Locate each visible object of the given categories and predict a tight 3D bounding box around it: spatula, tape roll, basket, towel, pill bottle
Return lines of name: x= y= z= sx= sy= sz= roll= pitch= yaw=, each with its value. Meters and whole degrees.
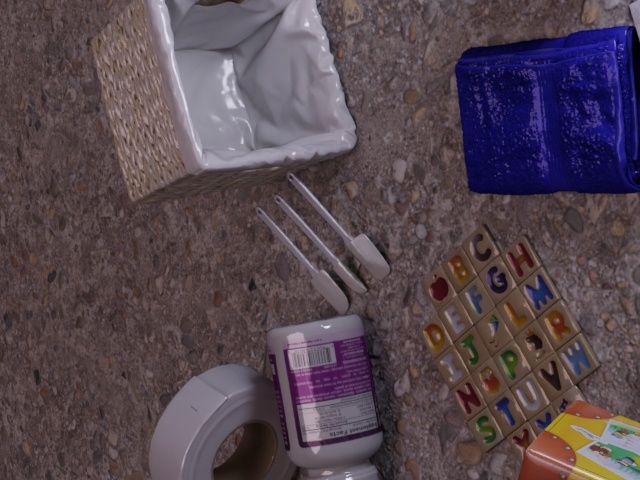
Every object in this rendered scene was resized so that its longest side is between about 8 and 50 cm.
spatula: x=0.000 y=0.000 z=2.279 sx=0.242 sy=0.019 sz=0.168 roll=49 pitch=139 yaw=5
tape roll: x=-0.164 y=0.367 z=2.383 sx=0.100 sy=0.286 sz=0.286 roll=27 pitch=116 yaw=44
basket: x=-0.169 y=-0.249 z=2.257 sx=0.266 sy=0.328 sz=0.331 roll=-26 pitch=78 yaw=52
towel: x=0.318 y=-0.176 z=1.894 sx=0.308 sy=0.076 sz=0.228 roll=1 pitch=96 yaw=49
pill bottle: x=0.014 y=0.284 z=2.254 sx=0.169 sy=0.169 sz=0.302 roll=-12 pitch=87 yaw=49

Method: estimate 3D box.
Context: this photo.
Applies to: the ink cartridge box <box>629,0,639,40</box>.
ink cartridge box: x=0.476 y=-0.227 z=1.727 sx=0.097 sy=0.046 sz=0.207 roll=-24 pitch=79 yaw=49

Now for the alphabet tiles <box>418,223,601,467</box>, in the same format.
alphabet tiles: x=0.280 y=0.162 z=2.047 sx=0.285 sy=0.011 sz=0.343 roll=-47 pitch=62 yaw=43

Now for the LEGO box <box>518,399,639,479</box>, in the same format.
LEGO box: x=0.473 y=0.471 z=1.630 sx=0.500 sy=0.193 sz=0.373 roll=19 pitch=113 yaw=25
